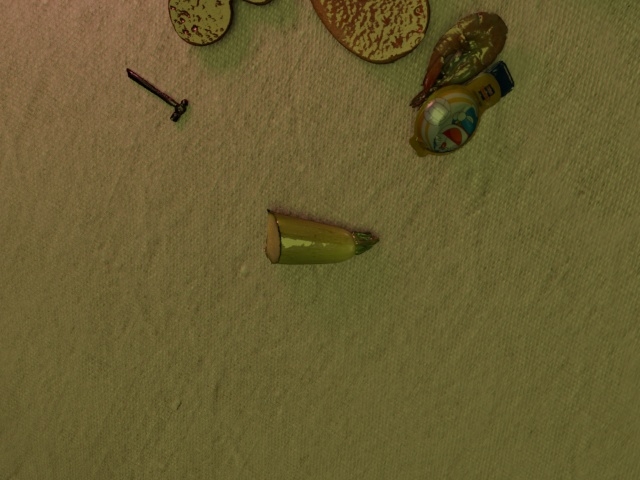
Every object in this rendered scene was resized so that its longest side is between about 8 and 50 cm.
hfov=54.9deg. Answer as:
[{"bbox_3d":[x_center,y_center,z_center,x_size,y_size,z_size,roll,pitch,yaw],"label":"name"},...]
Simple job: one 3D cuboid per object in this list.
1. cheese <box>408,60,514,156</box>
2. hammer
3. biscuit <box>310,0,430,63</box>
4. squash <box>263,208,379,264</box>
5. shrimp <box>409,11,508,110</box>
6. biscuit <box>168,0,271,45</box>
[{"bbox_3d":[0.316,-0.293,1.390,0.270,0.069,0.177,-40,129,6],"label":"cheese"},{"bbox_3d":[-0.411,-0.365,1.521,0.178,0.021,0.065,35,110,-2],"label":"hammer"},{"bbox_3d":[0.116,-0.569,1.351,0.287,0.057,0.343,-40,92,20],"label":"biscuit"},{"bbox_3d":[-0.004,0.015,1.519,0.288,0.137,0.137,11,108,3],"label":"squash"},{"bbox_3d":[0.293,-0.391,1.364,0.145,0.061,0.267,21,130,-39],"label":"shrimp"},{"bbox_3d":[-0.210,-0.645,1.382,0.283,0.064,0.432,26,109,-5],"label":"biscuit"}]
